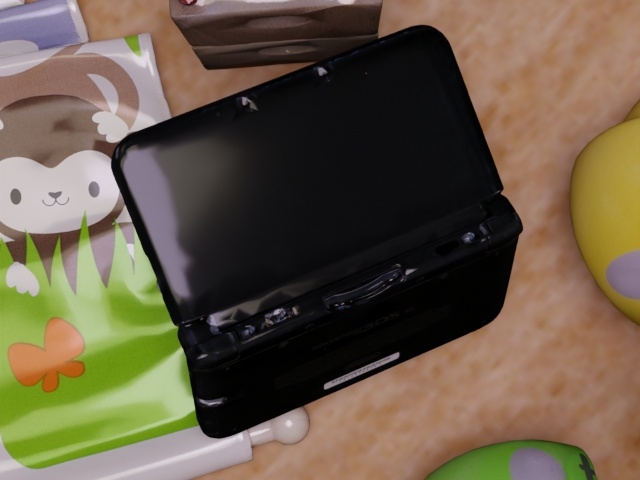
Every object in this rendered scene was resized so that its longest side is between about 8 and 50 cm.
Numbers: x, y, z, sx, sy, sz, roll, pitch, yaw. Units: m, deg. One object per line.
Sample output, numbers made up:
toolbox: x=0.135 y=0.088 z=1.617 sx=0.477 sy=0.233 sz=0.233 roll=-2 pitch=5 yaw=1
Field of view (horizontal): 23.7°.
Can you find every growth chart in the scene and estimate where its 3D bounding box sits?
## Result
growth chart: x=-0.116 y=-0.005 z=0.568 sx=0.172 sy=0.021 sz=0.237 roll=-25 pitch=90 yaw=-1

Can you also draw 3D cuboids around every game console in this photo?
game console: x=0.000 y=0.000 z=0.530 sx=0.122 sy=0.107 sz=0.071 roll=-22 pitch=62 yaw=-12

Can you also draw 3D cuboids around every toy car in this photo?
toy car: x=0.087 y=0.066 z=0.500 sx=0.053 sy=0.239 sz=0.225 roll=27 pitch=118 yaw=-22

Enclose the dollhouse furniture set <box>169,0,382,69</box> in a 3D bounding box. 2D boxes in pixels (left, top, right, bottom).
dollhouse furniture set: x=0.043 y=-0.135 z=0.512 sx=0.184 sy=0.129 sz=0.129 roll=-4 pitch=90 yaw=1
